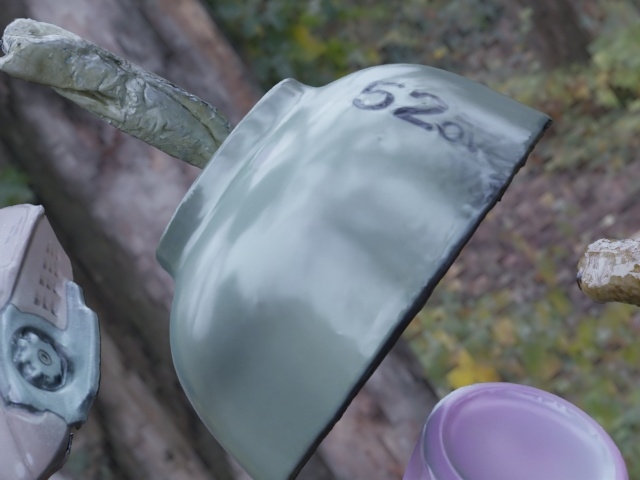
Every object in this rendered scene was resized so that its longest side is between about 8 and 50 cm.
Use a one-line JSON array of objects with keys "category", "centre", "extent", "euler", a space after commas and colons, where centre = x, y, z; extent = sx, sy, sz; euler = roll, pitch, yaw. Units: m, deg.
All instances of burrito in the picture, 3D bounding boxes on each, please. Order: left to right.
[{"category": "burrito", "centre": [-0.152, -0.113, 1.546], "extent": [0.063, 0.229, 0.058], "euler": [5, 73, 65]}]

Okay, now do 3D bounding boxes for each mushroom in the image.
[{"category": "mushroom", "centre": [0.440, 0.041, 2.098], "extent": [0.254, 0.267, 0.267], "euler": [-48, 1, 18]}]

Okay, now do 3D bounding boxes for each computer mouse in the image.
[{"category": "computer mouse", "centre": [-0.310, 0.082, 1.804], "extent": [0.199, 0.115, 0.389], "euler": [-37, 43, 24]}]

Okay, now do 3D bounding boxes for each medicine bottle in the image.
[{"category": "medicine bottle", "centre": [0.134, 0.278, 1.639], "extent": [0.178, 0.178, 0.290], "euler": [-41, -25, -48]}]

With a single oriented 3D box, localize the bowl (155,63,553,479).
[{"category": "bowl", "centre": [0.000, 0.000, 1.462], "extent": [0.354, 0.185, 0.354], "euler": [-53, -4, -5]}]
